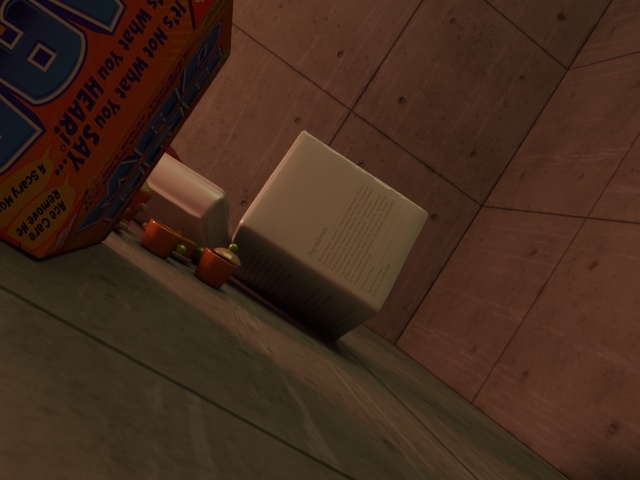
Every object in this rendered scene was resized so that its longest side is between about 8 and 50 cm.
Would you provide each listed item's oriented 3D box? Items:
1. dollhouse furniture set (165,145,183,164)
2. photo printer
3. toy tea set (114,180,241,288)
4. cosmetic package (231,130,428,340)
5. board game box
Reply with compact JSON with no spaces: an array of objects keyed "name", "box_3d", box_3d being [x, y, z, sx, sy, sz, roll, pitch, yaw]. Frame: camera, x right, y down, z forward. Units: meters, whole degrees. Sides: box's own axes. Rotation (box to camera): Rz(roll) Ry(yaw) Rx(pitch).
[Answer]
[{"name":"dollhouse furniture set","box_3d":[-0.598,-0.253,1.938,0.152,0.201,0.374,55,7,6]},{"name":"photo printer","box_3d":[-0.351,-0.093,1.446,0.307,0.107,0.256,33,-26,12]},{"name":"toy tea set","box_3d":[-0.303,-0.040,1.257,0.336,0.124,0.200,34,-2,-23]},{"name":"cosmetic package","box_3d":[0.000,0.000,1.663,0.393,0.327,0.329,33,-26,-4]},{"name":"board game box","box_3d":[-0.352,-0.231,0.773,0.356,0.356,0.356,34,-3,-9]}]
